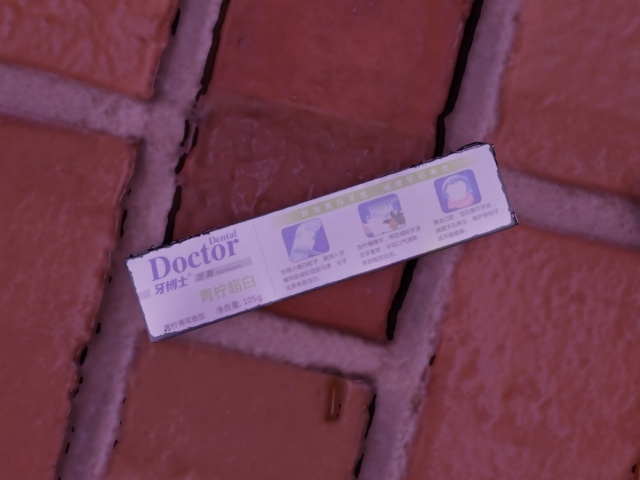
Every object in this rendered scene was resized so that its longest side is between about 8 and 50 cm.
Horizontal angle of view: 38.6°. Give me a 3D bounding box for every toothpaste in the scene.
[{"bbox_3d":[0.000,0.000,0.815,0.336,0.067,0.081,-18,90,-2],"label":"toothpaste"}]
